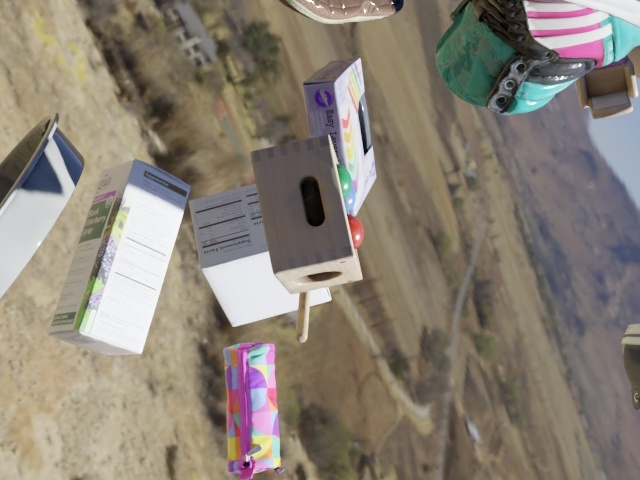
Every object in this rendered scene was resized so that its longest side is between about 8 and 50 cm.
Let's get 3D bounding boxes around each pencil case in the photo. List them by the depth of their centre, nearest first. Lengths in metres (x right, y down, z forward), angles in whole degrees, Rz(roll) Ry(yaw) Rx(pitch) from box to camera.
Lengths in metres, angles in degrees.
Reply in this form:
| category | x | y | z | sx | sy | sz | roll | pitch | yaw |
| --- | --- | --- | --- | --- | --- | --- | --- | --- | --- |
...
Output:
| category | x | y | z | sx | sy | sz | roll | pitch | yaw |
| --- | --- | --- | --- | --- | --- | --- | --- | --- | --- |
| pencil case | -0.120 | 0.297 | 1.723 | 0.104 | 0.104 | 0.236 | 27 | 56 | -68 |

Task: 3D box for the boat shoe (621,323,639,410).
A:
| category | x | y | z | sx | sy | sz | roll | pitch | yaw |
| --- | --- | --- | --- | --- | --- | --- | --- | --- | --- |
| boat shoe | 0.640 | 0.206 | 1.412 | 0.186 | 0.500 | 0.156 | 10 | 83 | -29 |

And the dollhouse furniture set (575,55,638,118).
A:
| category | x | y | z | sx | sy | sz | roll | pitch | yaw |
| --- | --- | --- | --- | --- | --- | --- | --- | --- | --- |
| dollhouse furniture set | 0.448 | -0.319 | 1.222 | 0.198 | 0.286 | 0.303 | -72 | 148 | -60 |

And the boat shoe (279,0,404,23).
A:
| category | x | y | z | sx | sy | sz | roll | pitch | yaw |
| --- | --- | --- | --- | --- | --- | --- | --- | --- | --- |
| boat shoe | -0.003 | -0.289 | 1.135 | 0.257 | 0.095 | 0.095 | -3 | 90 | -56 |

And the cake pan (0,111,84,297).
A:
| category | x | y | z | sx | sy | sz | roll | pitch | yaw |
| --- | --- | --- | --- | --- | --- | --- | --- | --- | --- |
| cake pan | -0.335 | 0.001 | 0.984 | 0.054 | 0.293 | 0.293 | 38 | 27 | -21 |

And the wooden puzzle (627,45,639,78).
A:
| category | x | y | z | sx | sy | sz | roll | pitch | yaw |
| --- | --- | --- | --- | --- | --- | --- | --- | --- | --- |
| wooden puzzle | 0.531 | -0.372 | 1.523 | 0.221 | 0.239 | 0.044 | 41 | -5 | 25 |

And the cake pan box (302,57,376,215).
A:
| category | x | y | z | sx | sy | sz | roll | pitch | yaw |
| --- | --- | --- | --- | --- | --- | --- | --- | --- | --- |
| cake pan box | 0.040 | -0.193 | 1.794 | 0.267 | 0.070 | 0.246 | -57 | 142 | -68 |

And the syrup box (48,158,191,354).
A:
| category | x | y | z | sx | sy | sz | roll | pitch | yaw |
| --- | --- | --- | --- | --- | --- | --- | --- | --- | --- |
| syrup box | -0.257 | 0.023 | 1.265 | 0.096 | 0.093 | 0.237 | 26 | 68 | -35 |

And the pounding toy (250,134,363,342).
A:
| category | x | y | z | sx | sy | sz | roll | pitch | yaw |
| --- | --- | --- | --- | --- | --- | --- | --- | --- | --- |
| pounding toy | 0.002 | 0.010 | 1.037 | 0.206 | 0.094 | 0.181 | 64 | 14 | -77 |

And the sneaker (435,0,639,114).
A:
| category | x | y | z | sx | sy | sz | roll | pitch | yaw |
| --- | --- | --- | --- | --- | --- | --- | --- | --- | --- |
| sneaker | 0.146 | -0.193 | 0.793 | 0.295 | 0.178 | 0.124 | 11 | 56 | -40 |

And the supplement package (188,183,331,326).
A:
| category | x | y | z | sx | sy | sz | roll | pitch | yaw |
| --- | --- | --- | --- | --- | --- | --- | --- | --- | --- |
| supplement package | -0.107 | 0.024 | 1.815 | 0.262 | 0.204 | 0.145 | 74 | 1 | -61 |
